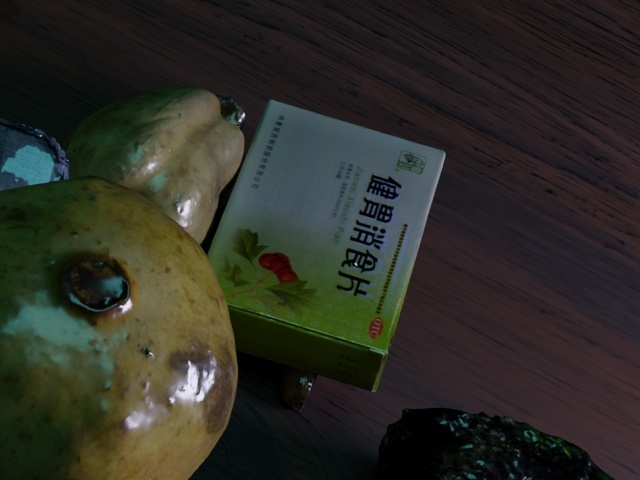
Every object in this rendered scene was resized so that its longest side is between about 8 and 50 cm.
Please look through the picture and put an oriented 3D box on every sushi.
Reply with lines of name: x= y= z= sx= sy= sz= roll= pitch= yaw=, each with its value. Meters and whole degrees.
sushi: x=0.154 y=0.222 z=1.559 sx=0.225 sy=0.124 sz=0.127 roll=23 pitch=44 yaw=-9

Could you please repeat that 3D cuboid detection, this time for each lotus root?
lotus root: x=-0.018 y=0.110 z=1.628 sx=0.030 sy=0.037 sz=0.083 roll=20 pitch=45 yaw=-6
lotus root: x=-0.151 y=-0.050 z=1.628 sx=0.154 sy=0.140 sz=0.257 roll=61 pitch=36 yaw=-12

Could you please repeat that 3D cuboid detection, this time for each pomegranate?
pomegranate: x=-0.198 y=0.090 z=1.391 sx=0.281 sy=0.281 sz=0.281 roll=15 pitch=46 yaw=-16

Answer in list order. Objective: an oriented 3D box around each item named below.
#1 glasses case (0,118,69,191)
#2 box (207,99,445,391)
glasses case: x=-0.345 y=-0.066 z=1.530 sx=0.282 sy=0.067 sz=0.109 roll=15 pitch=80 yaw=9
box: x=-0.001 y=0.000 z=1.662 sx=0.175 sy=0.062 sz=0.260 roll=17 pitch=47 yaw=2
